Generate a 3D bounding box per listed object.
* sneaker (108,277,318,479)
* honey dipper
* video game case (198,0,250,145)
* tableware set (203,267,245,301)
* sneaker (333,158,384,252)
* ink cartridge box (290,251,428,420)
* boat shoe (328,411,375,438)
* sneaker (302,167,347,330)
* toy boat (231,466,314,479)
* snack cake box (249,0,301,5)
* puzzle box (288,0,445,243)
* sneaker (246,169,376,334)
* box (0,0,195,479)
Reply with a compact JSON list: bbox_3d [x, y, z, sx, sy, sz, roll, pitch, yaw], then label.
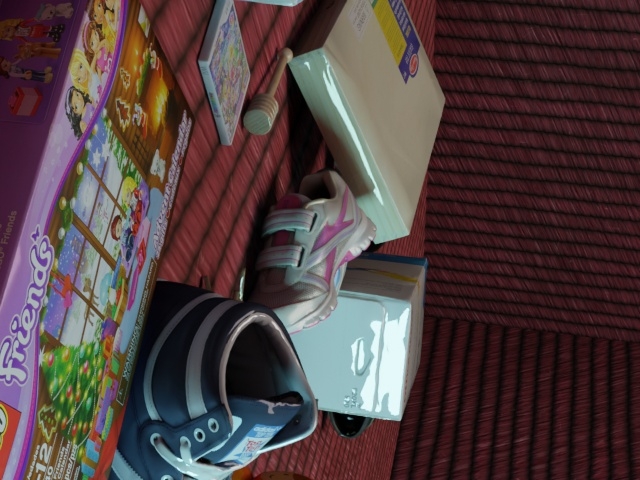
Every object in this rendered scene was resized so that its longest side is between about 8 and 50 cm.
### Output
[{"bbox_3d":[-0.088,0.167,0.695,0.099,0.153,0.282,7,86,-52],"label":"sneaker"},{"bbox_3d":[-0.050,-0.165,1.126,0.161,0.030,0.030,-75,167,-51],"label":"honey dipper"},{"bbox_3d":[-0.086,-0.157,0.970,0.122,0.011,0.087,80,20,-59],"label":"video game case"},{"bbox_3d":[-0.102,0.135,1.003,0.128,0.039,0.194,-90,-173,-63],"label":"tableware set"},{"bbox_3d":[0.071,-0.128,1.639,0.162,0.106,0.281,-74,166,-57],"label":"sneaker"},{"bbox_3d":[0.054,0.124,1.500,0.233,0.168,0.171,-48,143,-74],"label":"ink cartridge box"},{"bbox_3d":[0.073,0.192,1.775,0.130,0.132,0.355,-71,163,-52],"label":"boat shoe"},{"bbox_3d":[0.000,0.000,1.351,0.086,0.085,0.237,100,2,-58],"label":"sneaker"},{"bbox_3d":[-0.074,0.204,0.869,0.151,0.151,0.231,-70,164,-55],"label":"toy boat"},{"bbox_3d":[-0.030,-0.312,0.963,0.264,0.089,0.152,-60,157,-66],"label":"snack cake box"},{"bbox_3d":[0.078,-0.214,1.447,0.272,0.052,0.409,63,25,-24],"label":"puzzle box"},{"bbox_3d":[-0.029,0.011,1.189,0.111,0.103,0.252,63,35,-26],"label":"sneaker"},{"bbox_3d":[-0.147,0.009,0.593,0.201,0.057,0.293,71,27,-67],"label":"box"}]
